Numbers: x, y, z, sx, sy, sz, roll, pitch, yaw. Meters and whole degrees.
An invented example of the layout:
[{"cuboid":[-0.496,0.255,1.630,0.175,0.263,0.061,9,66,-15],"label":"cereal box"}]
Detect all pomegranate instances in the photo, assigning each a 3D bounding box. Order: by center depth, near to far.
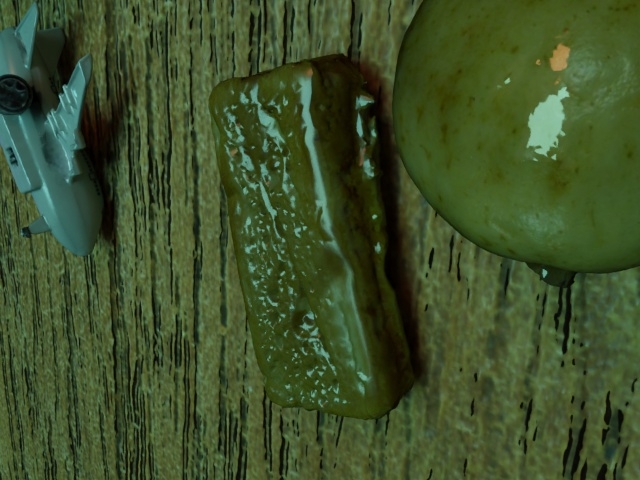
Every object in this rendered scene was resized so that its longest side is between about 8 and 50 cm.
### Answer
[{"cuboid":[0.129,-0.064,0.390,0.196,0.196,0.196,13,110,38],"label":"pomegranate"}]

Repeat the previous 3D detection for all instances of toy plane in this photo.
[{"cuboid":[-0.291,-0.104,0.788,0.251,0.101,0.255,-4,100,54],"label":"toy plane"}]

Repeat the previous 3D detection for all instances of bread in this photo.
[{"cuboid":[-0.001,0.000,0.580,0.139,0.077,0.271,-5,100,38],"label":"bread"}]
